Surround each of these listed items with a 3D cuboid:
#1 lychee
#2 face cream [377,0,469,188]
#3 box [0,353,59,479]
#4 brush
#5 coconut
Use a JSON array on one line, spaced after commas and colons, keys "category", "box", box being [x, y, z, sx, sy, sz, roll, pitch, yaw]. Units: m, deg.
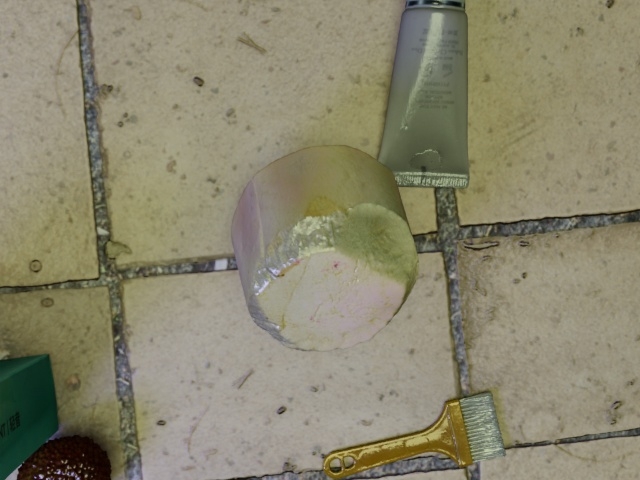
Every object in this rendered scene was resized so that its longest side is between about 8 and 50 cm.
[{"category": "lychee", "box": [-0.343, 0.321, 0.979, 0.123, 0.129, 0.123, 14, 56, -22]}, {"category": "face cream", "box": [0.156, -0.231, 1.033, 0.143, 0.089, 0.314, 2, 99, -6]}, {"category": "box", "box": [-0.457, 0.223, 0.869, 0.205, 0.311, 0.118, -9, 91, -5]}, {"category": "brush", "box": [0.135, 0.305, 1.076, 0.272, 0.013, 0.103, -14, 92, -4]}, {"category": "coconut", "box": [0.000, 0.000, 0.952, 0.239, 0.244, 0.239, -6, 131, -6]}]
